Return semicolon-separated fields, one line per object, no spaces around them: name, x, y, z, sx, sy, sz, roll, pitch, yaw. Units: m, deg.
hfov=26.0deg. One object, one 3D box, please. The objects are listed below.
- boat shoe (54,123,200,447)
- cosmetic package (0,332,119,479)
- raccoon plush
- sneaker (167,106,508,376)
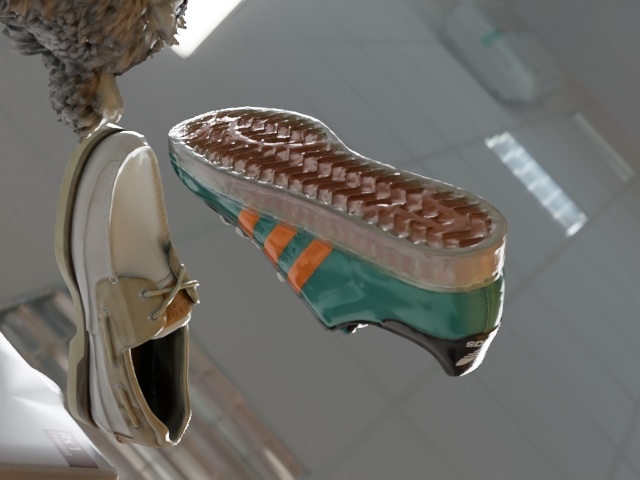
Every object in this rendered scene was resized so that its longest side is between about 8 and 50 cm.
boat shoe;-0.155;0.045;1.196;0.103;0.302;0.113;21;-143;27
cosmetic package;-0.181;0.151;0.522;0.107;0.238;0.127;9;-163;-41
raccoon plush;-0.218;-0.210;0.970;0.216;0.446;0.299;41;-122;-31
sneaker;0.000;0.000;0.969;0.108;0.121;0.302;-26;-141;-35
